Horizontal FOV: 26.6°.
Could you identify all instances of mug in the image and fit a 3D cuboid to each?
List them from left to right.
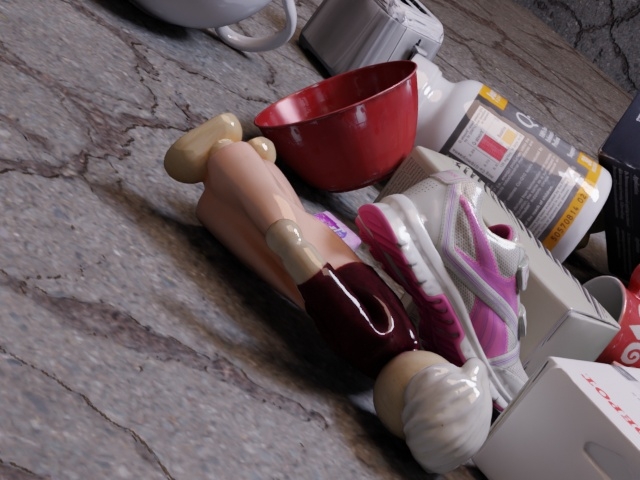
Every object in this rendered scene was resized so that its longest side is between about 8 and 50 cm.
[{"bbox_3d":[0.348,0.115,1.409,0.169,0.150,0.113,33,28,-20],"label":"mug"}]

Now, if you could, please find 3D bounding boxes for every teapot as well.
[{"bbox_3d":[-0.163,-0.347,1.616,0.252,0.187,0.256,-16,78,-43],"label":"teapot"}]

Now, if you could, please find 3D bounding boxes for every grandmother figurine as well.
[{"bbox_3d":[0.016,0.046,1.081,0.342,0.104,0.208,50,18,30],"label":"grandmother figurine"}]

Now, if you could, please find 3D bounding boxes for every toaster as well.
[{"bbox_3d":[0.071,-0.290,1.909,0.129,0.146,0.227,20,24,-40],"label":"toaster"}]

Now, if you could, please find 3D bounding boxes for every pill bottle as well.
[{"bbox_3d":[0.191,-0.090,1.604,0.278,0.162,0.162,35,19,-1],"label":"pill bottle"}]

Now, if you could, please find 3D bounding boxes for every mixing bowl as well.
[{"bbox_3d":[0.030,-0.111,1.421,0.181,0.181,0.098,-75,147,-70],"label":"mixing bowl"}]

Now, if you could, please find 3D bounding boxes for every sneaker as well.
[{"bbox_3d":[0.136,0.046,1.143,0.252,0.111,0.103,60,-13,-30],"label":"sneaker"}]

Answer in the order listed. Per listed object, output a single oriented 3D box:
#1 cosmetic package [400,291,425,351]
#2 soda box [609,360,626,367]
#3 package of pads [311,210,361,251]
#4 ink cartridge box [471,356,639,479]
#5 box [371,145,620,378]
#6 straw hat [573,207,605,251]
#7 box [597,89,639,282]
[{"bbox_3d":[0.117,0.045,1.220,0.060,0.115,0.041,34,17,-9],"label":"cosmetic package"},{"bbox_3d":[0.354,0.192,1.358,0.183,0.058,0.063,27,20,-22],"label":"soda box"},{"bbox_3d":[0.000,0.000,1.259,0.050,0.032,0.083,41,19,12],"label":"package of pads"},{"bbox_3d":[0.279,0.206,1.104,0.273,0.115,0.198,12,29,-51],"label":"ink cartridge box"},{"bbox_3d":[0.161,0.031,1.339,0.094,0.113,0.275,18,27,-44],"label":"box"},{"bbox_3d":[0.331,-0.017,1.810,0.144,0.144,0.061,26,61,-26],"label":"straw hat"},{"bbox_3d":[0.533,-0.031,1.694,0.312,0.179,0.343,29,-16,25],"label":"box"}]
